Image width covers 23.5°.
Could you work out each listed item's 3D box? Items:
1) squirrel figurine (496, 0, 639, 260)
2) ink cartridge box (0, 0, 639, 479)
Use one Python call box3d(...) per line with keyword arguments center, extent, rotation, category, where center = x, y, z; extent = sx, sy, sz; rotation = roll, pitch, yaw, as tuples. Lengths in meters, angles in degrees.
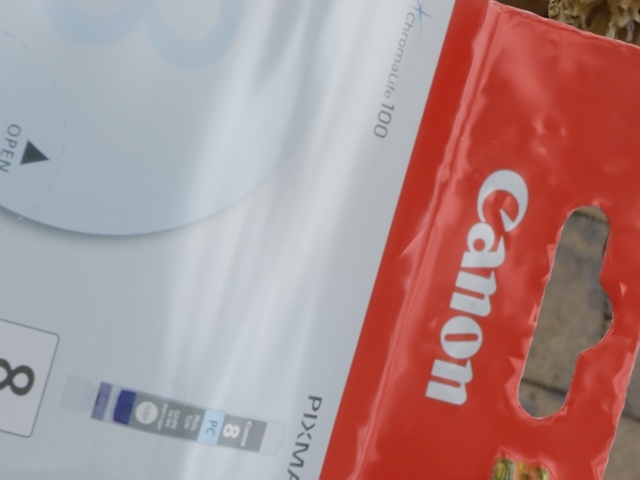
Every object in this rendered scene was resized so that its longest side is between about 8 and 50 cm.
box3d(center=(0.252, -0.205, 1.199), extent=(0.281, 0.397, 0.370), rotation=(-42, 89, -10), category="squirrel figurine")
box3d(center=(0.000, 0.000, 0.766), extent=(0.385, 0.091, 0.308), rotation=(16, 88, -10), category="ink cartridge box")
